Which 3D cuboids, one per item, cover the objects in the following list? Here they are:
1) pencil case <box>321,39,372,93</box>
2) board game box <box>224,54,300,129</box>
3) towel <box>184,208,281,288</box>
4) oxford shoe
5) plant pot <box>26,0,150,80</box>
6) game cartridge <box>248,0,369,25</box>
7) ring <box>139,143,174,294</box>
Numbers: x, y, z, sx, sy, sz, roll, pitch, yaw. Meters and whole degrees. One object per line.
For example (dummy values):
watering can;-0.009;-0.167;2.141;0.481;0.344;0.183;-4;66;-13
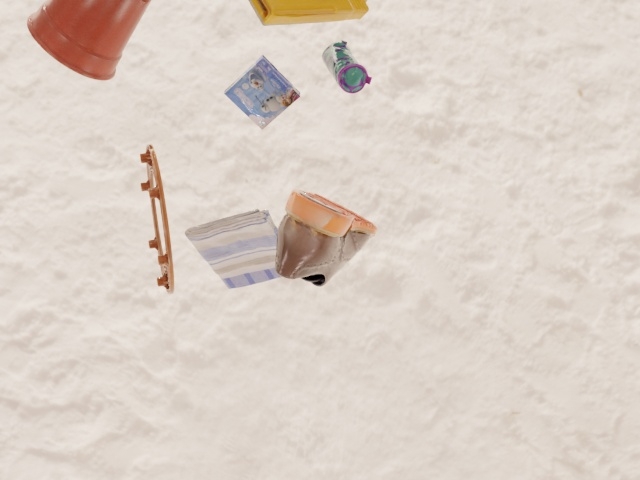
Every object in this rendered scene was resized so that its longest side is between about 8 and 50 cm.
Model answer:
pencil case;0.051;-0.357;1.350;0.070;0.064;0.151;7;32;-18
board game box;-0.096;-0.243;1.087;0.090;0.090;0.020;-37;29;21
towel;-0.185;0.030;1.619;0.209;0.285;0.034;-14;55;8
oxford shoe;0.000;0.000;1.098;0.130;0.364;0.132;28;96;16
plant pot;-0.626;-0.640;1.840;0.265;0.272;0.272;-44;67;24
game cartridge;-0.061;-0.585;1.374;0.324;0.053;0.285;-24;82;-43
ring;-0.365;-0.044;1.452;0.032;0.336;0.336;-9;65;-17
